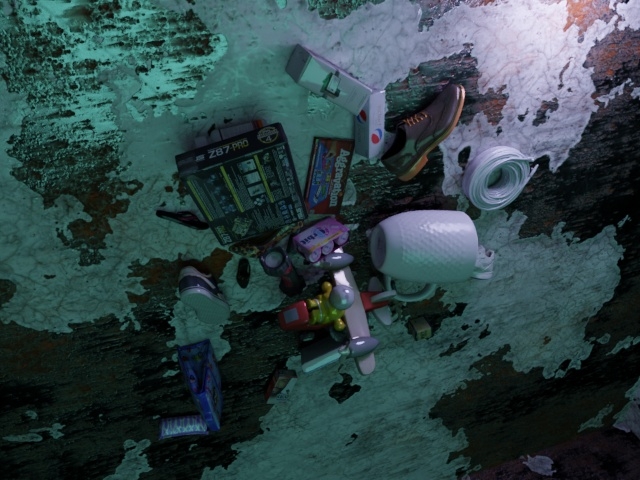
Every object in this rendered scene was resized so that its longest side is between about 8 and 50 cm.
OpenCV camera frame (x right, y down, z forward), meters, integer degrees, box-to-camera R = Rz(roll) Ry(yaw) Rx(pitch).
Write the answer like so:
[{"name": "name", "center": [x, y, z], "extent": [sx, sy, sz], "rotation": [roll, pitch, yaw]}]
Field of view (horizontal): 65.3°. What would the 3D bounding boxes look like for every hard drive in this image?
[{"name": "hard drive", "center": [0.023, 0.440, 2.003], "extent": [0.210, 0.319, 0.040], "rotation": [-24, 90, -4]}]

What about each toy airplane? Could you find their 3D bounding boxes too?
[{"name": "toy airplane", "center": [0.092, 0.226, 1.764], "extent": [0.384, 0.386, 0.272], "rotation": [-57, 171, -21]}]

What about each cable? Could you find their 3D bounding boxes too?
[{"name": "cable", "center": [0.669, -0.238, 1.910], "extent": [0.257, 0.089, 0.257], "rotation": [13, 117, -25]}]

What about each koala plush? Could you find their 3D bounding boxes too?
[{"name": "koala plush", "center": [0.092, 0.296, 1.968], "extent": [0.196, 0.221, 0.203], "rotation": [-26, 126, -2]}]

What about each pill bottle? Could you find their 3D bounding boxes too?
[{"name": "pill bottle", "center": [-0.262, -0.289, 1.521], "extent": [0.221, 0.121, 0.121], "rotation": [-16, 126, -9]}]

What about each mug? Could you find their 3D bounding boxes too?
[{"name": "mug", "center": [0.361, 0.067, 1.879], "extent": [0.328, 0.276, 0.373], "rotation": [0, 117, -15]}]

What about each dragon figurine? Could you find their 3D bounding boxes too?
[{"name": "dragon figurine", "center": [0.293, 0.234, 2.084], "extent": [0.085, 0.144, 0.289], "rotation": [-30, 146, -1]}]

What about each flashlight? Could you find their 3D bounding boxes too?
[{"name": "flashlight", "center": [-0.134, 0.123, 1.791], "extent": [0.103, 0.103, 0.304], "rotation": [-59, 161, -19]}]

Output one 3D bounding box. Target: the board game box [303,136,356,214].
[{"name": "board game box", "center": [0.025, -0.218, 1.729], "extent": [0.145, 0.027, 0.281], "rotation": [-1, 122, -21]}]

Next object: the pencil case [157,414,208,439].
[{"name": "pencil case", "center": [-0.588, 0.798, 2.137], "extent": [0.206, 0.088, 0.086], "rotation": [-1, 121, -20]}]

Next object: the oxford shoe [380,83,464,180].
[{"name": "oxford shoe", "center": [0.341, -0.377, 1.665], "extent": [0.133, 0.130, 0.363], "rotation": [29, 100, -28]}]

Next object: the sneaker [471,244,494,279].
[{"name": "sneaker", "center": [0.603, 0.082, 2.101], "extent": [0.305, 0.114, 0.152], "rotation": [4, 107, -27]}]

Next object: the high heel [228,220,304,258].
[{"name": "high heel", "center": [-0.187, -0.035, 1.737], "extent": [0.261, 0.093, 0.186], "rotation": [-2, 120, -26]}]

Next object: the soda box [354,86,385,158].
[{"name": "soda box", "center": [0.160, -0.383, 1.630], "extent": [0.074, 0.069, 0.216], "rotation": [-28, 132, -32]}]

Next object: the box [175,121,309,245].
[{"name": "box", "center": [-0.222, -0.155, 1.543], "extent": [0.319, 0.097, 0.395], "rotation": [-20, 149, -3]}]

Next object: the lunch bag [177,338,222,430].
[{"name": "lunch bag", "center": [-0.450, 0.568, 1.908], "extent": [0.138, 0.293, 0.220], "rotation": [-14, 126, -10]}]

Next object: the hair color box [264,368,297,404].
[{"name": "hair color box", "center": [-0.175, 0.648, 2.209], "extent": [0.093, 0.053, 0.167], "rotation": [12, 116, -25]}]

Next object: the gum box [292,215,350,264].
[{"name": "gum box", "center": [0.000, 0.000, 1.769], "extent": [0.188, 0.107, 0.062], "rotation": [-31, 138, -28]}]

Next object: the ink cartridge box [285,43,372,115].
[{"name": "ink cartridge box", "center": [0.020, -0.475, 1.476], "extent": [0.220, 0.160, 0.092], "rotation": [20, 113, -28]}]

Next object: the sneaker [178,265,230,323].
[{"name": "sneaker", "center": [-0.413, 0.196, 1.796], "extent": [0.126, 0.127, 0.321], "rotation": [-17, 151, -1]}]

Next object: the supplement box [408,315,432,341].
[{"name": "supplement box", "center": [0.449, 0.396, 2.248], "extent": [0.083, 0.083, 0.056], "rotation": [-16, 125, -8]}]

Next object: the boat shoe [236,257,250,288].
[{"name": "boat shoe", "center": [-0.282, 0.127, 1.837], "extent": [0.049, 0.042, 0.132], "rotation": [-5, 125, -19]}]

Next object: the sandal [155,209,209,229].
[{"name": "sandal", "center": [-0.444, -0.075, 1.634], "extent": [0.179, 0.067, 0.040], "rotation": [17, 103, -26]}]
